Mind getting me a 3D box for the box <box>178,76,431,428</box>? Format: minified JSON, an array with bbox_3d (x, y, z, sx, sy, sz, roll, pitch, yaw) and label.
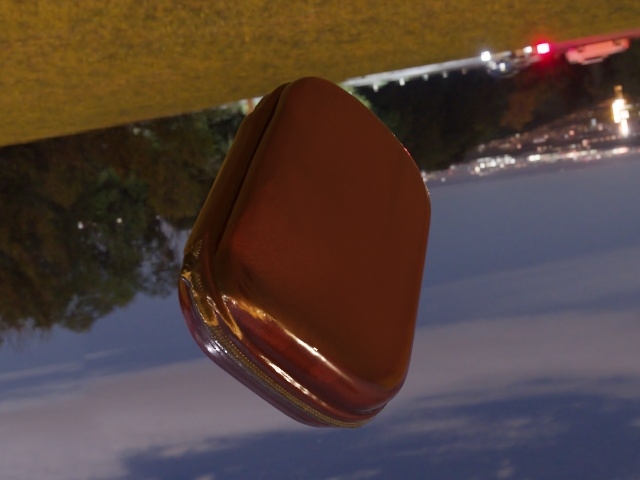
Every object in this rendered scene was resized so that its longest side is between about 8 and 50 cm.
[{"bbox_3d":[0.000,0.000,0.896,0.108,0.263,0.403,-33,-155,36],"label":"box"}]
